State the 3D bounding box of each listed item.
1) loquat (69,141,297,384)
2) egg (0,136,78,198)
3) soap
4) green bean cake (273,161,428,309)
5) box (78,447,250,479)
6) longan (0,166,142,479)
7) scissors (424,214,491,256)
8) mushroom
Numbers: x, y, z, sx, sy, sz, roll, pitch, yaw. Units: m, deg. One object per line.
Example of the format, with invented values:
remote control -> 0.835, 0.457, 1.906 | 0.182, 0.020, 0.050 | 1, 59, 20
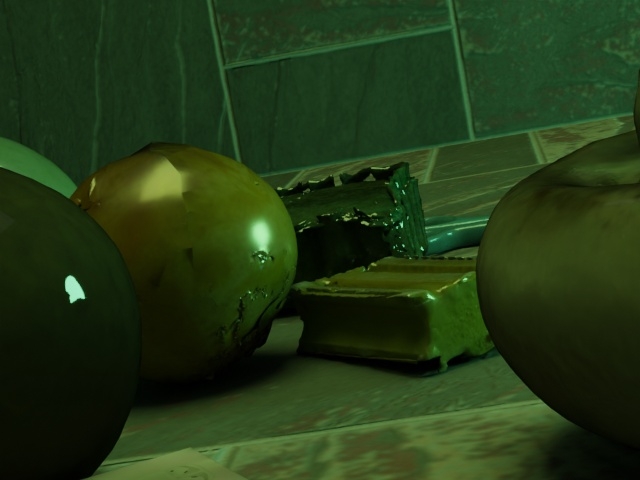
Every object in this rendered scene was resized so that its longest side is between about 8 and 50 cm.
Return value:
loquat -> -0.138, 0.023, 1.386 | 0.235, 0.235, 0.235 | -10, 8, 1
egg -> -0.455, 0.007, 1.708 | 0.389, 0.276, 0.276 | -10, 8, 14
soap -> 0.079, 0.064, 1.364 | 0.135, 0.076, 0.233 | -15, 9, -29
green bean cake -> 0.000, 0.000, 1.717 | 0.241, 0.132, 0.255 | -9, 10, 9
box -> -0.110, 0.178, 0.896 | 0.129, 0.051, 0.130 | -13, 10, -24
longan -> -0.266, 0.079, 1.004 | 0.297, 0.297, 0.297 | -10, 8, 1
scissors -> 0.273, -0.023, 1.880 | 0.447, 0.029, 0.192 | -8, 9, 18
mushroom -> 0.274, -0.021, 0.925 | 0.362, 0.295, 0.362 | -9, 10, 2
